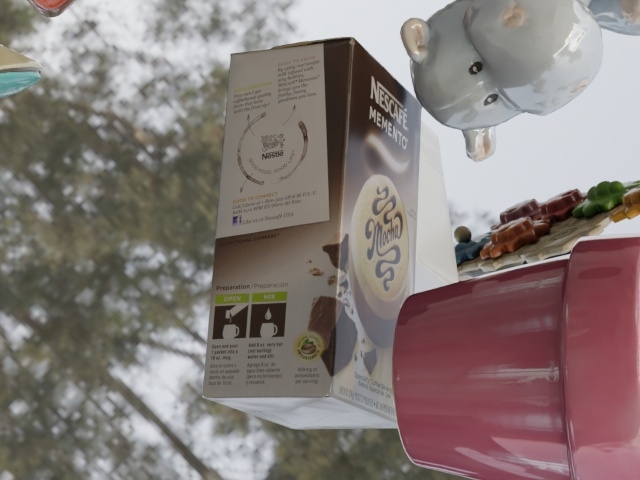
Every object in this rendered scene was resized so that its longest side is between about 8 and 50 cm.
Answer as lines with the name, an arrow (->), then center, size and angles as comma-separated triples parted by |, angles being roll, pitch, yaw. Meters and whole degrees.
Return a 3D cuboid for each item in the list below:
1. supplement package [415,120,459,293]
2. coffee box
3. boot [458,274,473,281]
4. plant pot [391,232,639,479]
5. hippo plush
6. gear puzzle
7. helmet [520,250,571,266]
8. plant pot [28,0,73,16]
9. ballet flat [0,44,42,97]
supplement package -> 0.063, -0.032, 1.472 | 0.105, 0.105, 0.179 | -17, -117, 23
coffee box -> 0.000, 0.000, 1.238 | 0.119, 0.168, 0.297 | -4, -106, 25
boot -> 0.186, 0.128, 1.555 | 0.069, 0.190, 0.086 | -32, -170, 19
plant pot -> 0.154, 0.098, 1.056 | 0.180, 0.201, 0.201 | -3, -141, 19
hippo plush -> 0.155, -0.220, 1.287 | 0.294, 0.234, 0.236 | -10, -151, 42
gear puzzle -> 0.266, -0.028, 1.617 | 0.175, 0.044, 0.339 | -30, -172, -30
helmet -> 0.357, 0.080, 1.951 | 0.162, 0.169, 0.169 | -6, -140, 33
plant pot -> -0.253, -0.370, 1.413 | 0.267, 0.267, 0.235 | -39, -156, 8
ballet flat -> -0.379, -0.173, 1.487 | 0.086, 0.086, 0.248 | -23, -176, 32
